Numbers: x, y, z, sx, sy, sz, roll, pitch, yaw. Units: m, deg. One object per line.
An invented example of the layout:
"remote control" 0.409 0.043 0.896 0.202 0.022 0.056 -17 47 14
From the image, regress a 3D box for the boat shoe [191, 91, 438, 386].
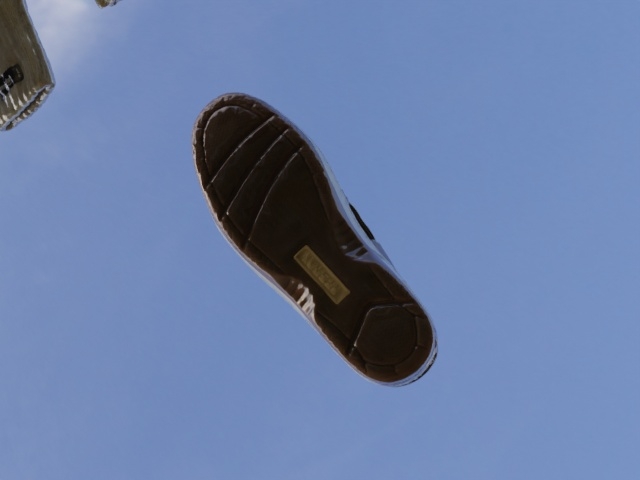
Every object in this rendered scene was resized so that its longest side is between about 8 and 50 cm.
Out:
"boat shoe" -0.006 0.005 1.036 0.095 0.095 0.257 -35 -105 5

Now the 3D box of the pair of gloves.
"pair of gloves" -0.199 -0.217 0.943 0.042 0.240 0.204 -18 -110 -47
